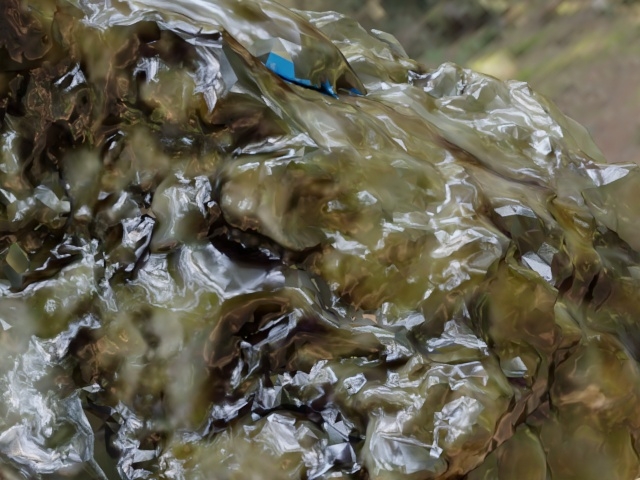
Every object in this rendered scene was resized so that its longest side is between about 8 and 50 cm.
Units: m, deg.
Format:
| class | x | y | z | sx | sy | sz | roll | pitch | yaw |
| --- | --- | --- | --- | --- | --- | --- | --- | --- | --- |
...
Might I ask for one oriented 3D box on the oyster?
| class | x | y | z | sx | sy | sz | roll | pitch | yaw |
| --- | --- | --- | --- | --- | --- | --- | --- | --- | --- |
| oyster | 0.000 | 0.000 | 0.485 | 0.223 | 0.214 | 0.083 | -26 | -16 | -33 |
